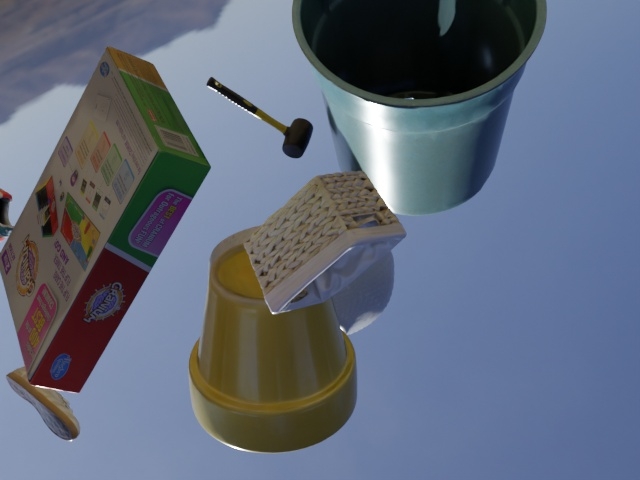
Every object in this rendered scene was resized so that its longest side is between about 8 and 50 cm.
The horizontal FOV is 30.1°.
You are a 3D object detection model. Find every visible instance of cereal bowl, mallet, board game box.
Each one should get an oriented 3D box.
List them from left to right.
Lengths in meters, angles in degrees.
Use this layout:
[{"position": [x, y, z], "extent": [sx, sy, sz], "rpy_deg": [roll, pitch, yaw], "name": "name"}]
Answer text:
[{"position": [-0.256, -0.026, 1.345], "extent": [0.316, 0.064, 0.242], "rpy_deg": [-57, -143, 21], "name": "board game box"}, {"position": [-0.098, -0.192, 1.870], "extent": [0.039, 0.190, 0.062], "rpy_deg": [-36, -145, 51], "name": "mallet"}, {"position": [-0.034, 0.099, 2.114], "extent": [0.339, 0.339, 0.141], "rpy_deg": [-18, -122, 32], "name": "cereal bowl"}]

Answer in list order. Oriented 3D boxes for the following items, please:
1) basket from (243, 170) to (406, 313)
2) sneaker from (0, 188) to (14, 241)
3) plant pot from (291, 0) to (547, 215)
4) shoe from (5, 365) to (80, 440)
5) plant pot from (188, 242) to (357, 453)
[{"position": [0.000, 0.000, 1.450], "extent": [0.113, 0.103, 0.167], "rpy_deg": [-10, 154, -50], "name": "basket"}, {"position": [-0.497, -0.072, 1.794], "extent": [0.075, 0.161, 0.057], "rpy_deg": [-24, 164, 27], "name": "sneaker"}, {"position": [0.140, -0.228, 1.739], "extent": [0.341, 0.341, 0.334], "rpy_deg": [-31, 151, -15], "name": "plant pot"}, {"position": [-0.496, 0.288, 2.176], "extent": [0.058, 0.076, 0.219], "rpy_deg": [-32, -134, -29], "name": "shoe"}, {"position": [-0.072, 0.139, 1.745], "extent": [0.254, 0.239, 0.254], "rpy_deg": [-1, -147, 0], "name": "plant pot"}]
